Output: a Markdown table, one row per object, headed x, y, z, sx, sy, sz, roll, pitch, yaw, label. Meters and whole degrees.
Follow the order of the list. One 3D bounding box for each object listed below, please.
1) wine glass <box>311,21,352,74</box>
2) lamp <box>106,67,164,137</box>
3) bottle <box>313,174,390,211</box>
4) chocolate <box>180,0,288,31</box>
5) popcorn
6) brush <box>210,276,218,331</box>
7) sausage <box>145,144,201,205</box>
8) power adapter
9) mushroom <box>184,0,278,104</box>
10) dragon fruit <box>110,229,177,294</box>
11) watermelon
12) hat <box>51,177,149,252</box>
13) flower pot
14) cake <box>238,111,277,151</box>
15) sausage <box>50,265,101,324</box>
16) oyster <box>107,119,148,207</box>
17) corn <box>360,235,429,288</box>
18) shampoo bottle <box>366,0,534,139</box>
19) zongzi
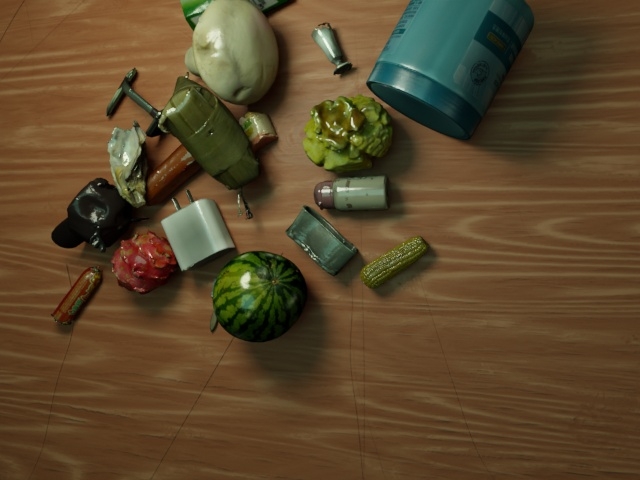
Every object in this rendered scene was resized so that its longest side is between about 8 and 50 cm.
| x | y | z | sx | sy | sz | roll | pitch | yaw | label |
| --- | --- | --- | --- | --- | --- | --- | --- | --- | --- |
| 0.037 | -0.603 | 1.606 | 0.072 | 0.072 | 0.155 | -30 | 84 | 14 | wine glass |
| -0.653 | -0.454 | 1.781 | 0.283 | 0.124 | 0.203 | 44 | 112 | 14 | lamp |
| 0.095 | -0.144 | 1.574 | 0.233 | 0.110 | 0.109 | 0 | 91 | 17 | bottle |
| -0.316 | -0.881 | 1.652 | 0.360 | 0.161 | 0.341 | -20 | 82 | 16 | chocolate |
| 0.081 | -0.317 | 1.516 | 0.258 | 0.270 | 0.223 | -13 | 91 | -29 | popcorn |
| -0.354 | 0.224 | 1.756 | 0.070 | 0.021 | 0.196 | 16 | 97 | 14 | brush |
| -0.503 | -0.239 | 1.751 | 0.330 | 0.102 | 0.102 | -37 | 81 | 14 | sausage |
| -0.424 | -0.045 | 1.718 | 0.187 | 0.124 | 0.255 | -27 | 83 | 13 | power adapter |
| -0.258 | -0.582 | 1.594 | 0.315 | 0.356 | 0.315 | -1 | 99 | -7 | mushroom |
| -0.612 | 0.086 | 1.736 | 0.268 | 0.205 | 0.210 | -25 | 46 | 36 | dragon fruit |
| -0.191 | 0.171 | 1.571 | 0.285 | 0.285 | 0.285 | 0 | 91 | 16 | watermelon |
| -0.756 | -0.035 | 1.763 | 0.209 | 0.238 | 0.336 | 48 | 117 | 8 | hat |
| 0.000 | 0.000 | 1.606 | 0.229 | 0.103 | 0.108 | 42 | 102 | 11 | flower pot |
| -0.265 | -0.337 | 1.686 | 0.225 | 0.090 | 0.109 | -27 | 88 | 16 | cake |
| -0.890 | 0.192 | 1.877 | 0.083 | 0.083 | 0.264 | 41 | 100 | 12 | sausage |
| -0.632 | -0.266 | 1.704 | 0.275 | 0.100 | 0.271 | 30 | 114 | 48 | oyster |
| 0.224 | 0.065 | 1.556 | 0.231 | 0.080 | 0.080 | -36 | 81 | 14 | corn |
| 0.347 | -0.503 | 1.383 | 0.331 | 0.331 | 0.342 | 30 | 97 | 13 | shampoo bottle |
| -0.324 | -0.323 | 1.654 | 0.181 | 0.418 | 0.447 | -33 | 123 | 5 | zongzi |
